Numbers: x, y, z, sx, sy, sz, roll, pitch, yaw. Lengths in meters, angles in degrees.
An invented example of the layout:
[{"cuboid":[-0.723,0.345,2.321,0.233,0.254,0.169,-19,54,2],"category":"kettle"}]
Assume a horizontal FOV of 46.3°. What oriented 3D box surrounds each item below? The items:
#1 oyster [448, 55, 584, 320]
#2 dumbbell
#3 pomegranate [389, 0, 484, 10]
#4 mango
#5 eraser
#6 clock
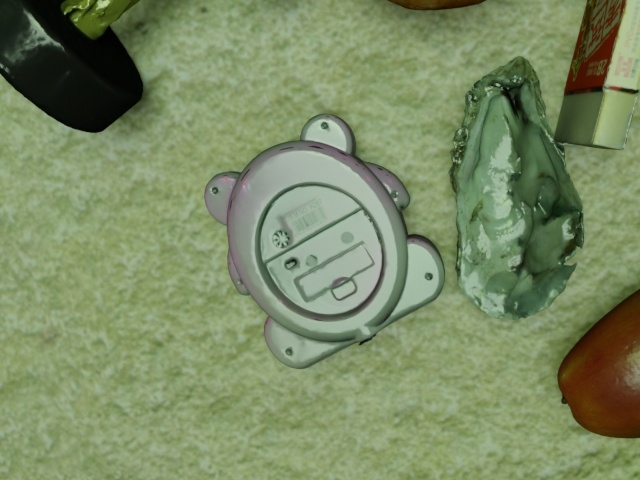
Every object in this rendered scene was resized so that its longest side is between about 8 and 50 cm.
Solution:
[{"cuboid":[0.203,-0.049,0.823,0.199,0.087,0.252,-39,73,31],"category":"oyster"},{"cuboid":[-0.186,-0.283,0.780,0.322,0.204,0.204,-36,92,11],"category":"dumbbell"},{"cuboid":[0.108,-0.349,0.729,0.248,0.248,0.248,1,98,7],"category":"pomegranate"},{"cuboid":[0.390,0.105,0.805,0.289,0.129,0.146,-43,89,2],"category":"mango"},{"cuboid":[0.293,-0.207,0.752,0.038,0.157,0.230,11,99,3],"category":"eraser"},{"cuboid":[0.000,0.000,0.857,0.227,0.090,0.248,-29,92,10],"category":"clock"}]
